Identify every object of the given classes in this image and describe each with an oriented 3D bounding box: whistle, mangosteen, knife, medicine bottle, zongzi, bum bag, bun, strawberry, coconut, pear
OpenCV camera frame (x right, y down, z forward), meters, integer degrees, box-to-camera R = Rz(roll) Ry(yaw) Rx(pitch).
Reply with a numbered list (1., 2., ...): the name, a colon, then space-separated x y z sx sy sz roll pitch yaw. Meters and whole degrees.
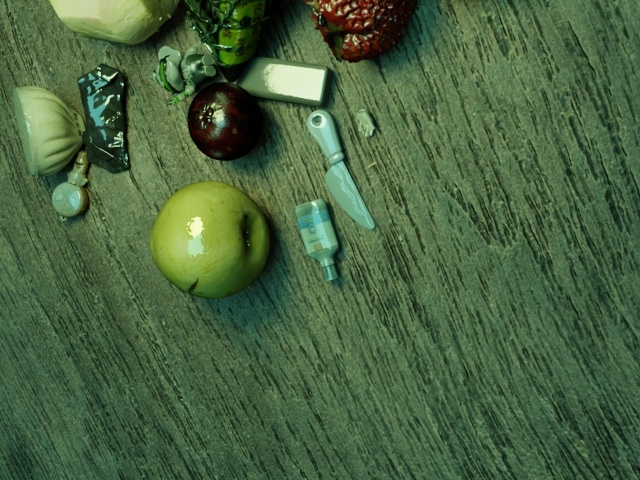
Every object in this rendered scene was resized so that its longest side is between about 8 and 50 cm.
1. whistle: -0.734 -0.161 1.790 0.107 0.057 0.220 21 98 10
2. mangosteen: -0.236 -0.299 1.520 0.210 0.210 0.210 2 97 19
3. knife: 0.045 -0.172 1.525 0.080 0.044 0.331 -21 92 20
4. medicine bottle: 0.000 0.000 1.547 0.090 0.054 0.208 -17 90 21
5. zongzi: -0.157 -0.618 1.424 0.362 0.383 0.319 -19 80 -15
6. bum bag: -0.621 -0.347 1.717 0.137 0.074 0.310 2 102 7
7. bun: -0.771 -0.320 1.733 0.263 0.175 0.263 34 131 50
8. strawberry: 0.100 -0.548 1.349 0.257 0.261 0.261 -13 92 19
9. coconut: -0.547 -0.684 1.532 0.352 0.352 0.352 2 97 19
10. pear: -0.284 -0.001 1.526 0.309 0.309 0.309 2 97 19

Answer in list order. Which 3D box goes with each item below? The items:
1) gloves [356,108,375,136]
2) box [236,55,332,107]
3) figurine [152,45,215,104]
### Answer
1. gloves: 0.112 -0.297 1.483 0.044 0.037 0.081 18 123 53
2. box: -0.094 -0.409 1.535 0.243 0.055 0.103 13 100 17
3. figurine: -0.372 -0.449 1.599 0.192 0.126 0.147 -1 115 31
